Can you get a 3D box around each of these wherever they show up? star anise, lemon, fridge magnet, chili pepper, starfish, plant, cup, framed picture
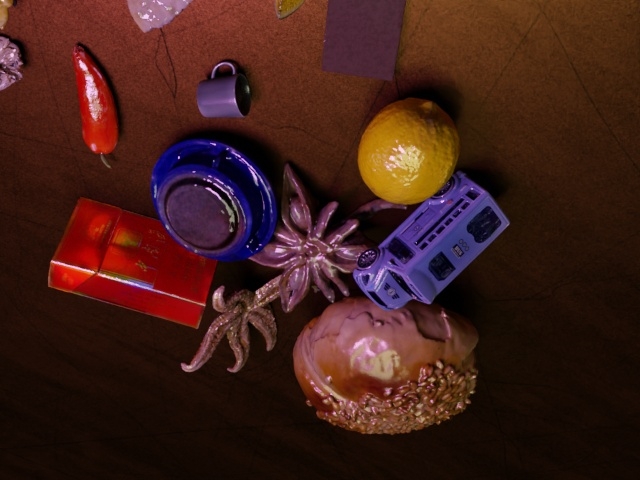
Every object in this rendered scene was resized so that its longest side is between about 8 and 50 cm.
[{"bbox_3d":[-0.002,0.000,1.978,0.292,0.109,0.350,27,118,-9],"label":"star anise"},{"bbox_3d":[0.157,-0.157,1.768,0.180,0.180,0.193,36,108,-24],"label":"lemon"},{"bbox_3d":[-0.208,-0.072,1.920,0.265,0.113,0.266,11,123,17],"label":"fridge magnet"},{"bbox_3d":[-0.417,-0.239,1.866,0.071,0.063,0.272,-4,131,-3],"label":"chili pepper"},{"bbox_3d":[-0.151,0.163,2.149,0.327,0.094,0.375,-41,154,8],"label":"starfish"},{"bbox_3d":[-0.601,-0.309,1.790,0.116,0.122,0.104,-3,122,22],"label":"plant"},{"bbox_3d":[-0.175,-0.269,1.791,0.077,0.078,0.100,-2,100,17],"label":"cup"},{"bbox_3d":[0.072,-0.353,1.693,0.127,0.023,0.168,9,135,2],"label":"framed picture"}]

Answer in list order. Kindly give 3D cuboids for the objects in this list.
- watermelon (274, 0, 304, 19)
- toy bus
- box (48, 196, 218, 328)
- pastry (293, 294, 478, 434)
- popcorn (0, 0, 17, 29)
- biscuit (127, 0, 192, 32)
[{"bbox_3d":[-0.030,-0.446,1.578,0.075,0.092,0.182,2,127,-11],"label":"watermelon"},{"bbox_3d":[0.207,0.017,1.874,0.292,0.133,0.125,-44,124,-1],"label":"toy bus"},{"bbox_3d":[-0.371,0.043,2.032,0.313,0.197,0.089,16,134,-6],"label":"box"},{"bbox_3d":[0.140,0.270,2.085,0.409,0.245,0.409,-2,154,-1],"label":"pastry"},{"bbox_3d":[-0.598,-0.440,1.644,0.168,0.173,0.195,47,164,14],"label":"popcorn"},{"bbox_3d":[-0.239,-0.444,1.652,0.250,0.032,0.133,-24,126,29],"label":"biscuit"}]
